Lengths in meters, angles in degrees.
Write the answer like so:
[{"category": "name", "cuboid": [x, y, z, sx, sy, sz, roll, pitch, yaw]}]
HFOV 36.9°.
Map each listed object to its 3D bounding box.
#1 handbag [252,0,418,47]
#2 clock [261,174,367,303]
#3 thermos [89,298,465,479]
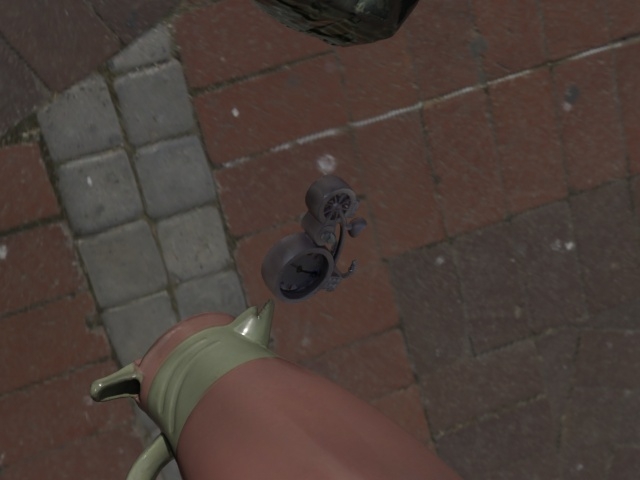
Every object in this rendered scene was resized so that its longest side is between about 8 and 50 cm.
[{"category": "handbag", "cuboid": [0.003, -0.327, 0.655, 0.247, 0.240, 0.340, 8, 113, -53]}, {"category": "clock", "cuboid": [0.000, 0.000, 0.880, 0.087, 0.041, 0.129, 5, 121, -41]}, {"category": "thermos", "cuboid": [-0.024, 0.158, 0.587, 0.176, 0.265, 0.146, -50, 143, -3]}]
